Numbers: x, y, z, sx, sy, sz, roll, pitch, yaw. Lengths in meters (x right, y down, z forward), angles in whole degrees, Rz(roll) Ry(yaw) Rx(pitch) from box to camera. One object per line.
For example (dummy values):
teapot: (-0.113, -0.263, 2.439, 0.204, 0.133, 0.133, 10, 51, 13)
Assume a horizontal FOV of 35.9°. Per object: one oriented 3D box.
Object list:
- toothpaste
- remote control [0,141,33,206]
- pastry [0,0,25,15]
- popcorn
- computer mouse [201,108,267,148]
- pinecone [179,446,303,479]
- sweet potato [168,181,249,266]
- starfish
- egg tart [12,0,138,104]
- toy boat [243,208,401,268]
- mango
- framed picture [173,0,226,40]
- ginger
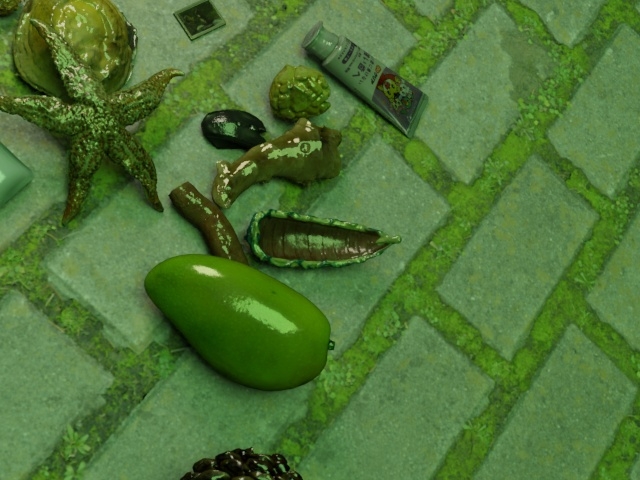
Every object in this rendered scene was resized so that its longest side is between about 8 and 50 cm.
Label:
toothpaste: (0.097, -0.335, 2.027, 0.299, 0.073, 0.114, 34, 63, -20)
remote control: (-0.616, -0.182, 1.648, 0.293, 0.051, 0.103, 44, 61, -5)
pastry: (-0.596, -0.443, 1.742, 0.140, 0.056, 0.080, 23, 58, -10)
popcorn: (-0.044, -0.288, 1.926, 0.120, 0.116, 0.106, -37, 54, 9)
computer mouse: (-0.160, -0.212, 1.874, 0.135, 0.047, 0.079, 9, 71, -24)
pinecone: (-0.119, 0.451, 1.575, 0.257, 0.243, 0.243, -15, 79, -54)
sweet potato: (-0.170, 0.016, 1.786, 0.067, 0.059, 0.281, -34, 89, -20)
starfish: (-0.402, -0.194, 1.692, 0.358, 0.078, 0.347, 3, 94, -30)
egg tart: (-0.435, -0.361, 1.771, 0.232, 0.098, 0.252, 49, 57, -8)
toy boat: (-0.001, 0.003, 1.852, 0.293, 0.099, 0.108, 4, 72, -16)
mango: (-0.144, 0.138, 1.698, 0.343, 0.156, 0.192, 30, 99, -3)
framed picture: (-0.235, -0.435, 1.933, 0.089, 0.006, 0.066, -33, 89, -30)
ginger: (-0.082, -0.136, 1.868, 0.294, 0.086, 0.131, -30, 100, -25)
